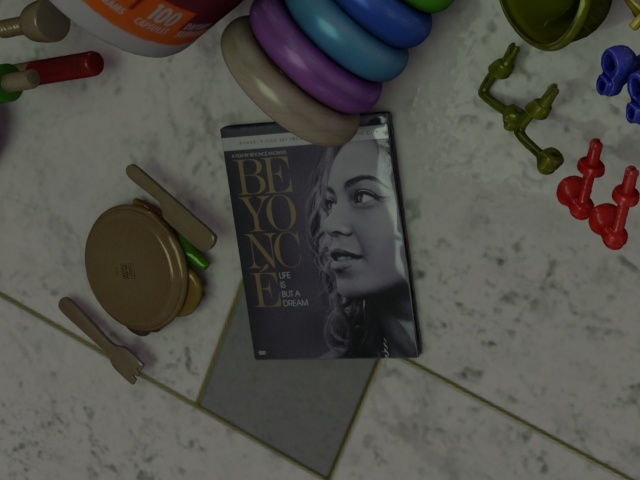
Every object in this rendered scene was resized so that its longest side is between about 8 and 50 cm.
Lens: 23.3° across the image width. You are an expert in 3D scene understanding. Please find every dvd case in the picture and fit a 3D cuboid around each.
[{"bbox_3d":[0.000,0.000,1.393,0.164,0.018,0.221,-3,102,25],"label":"dvd case"}]

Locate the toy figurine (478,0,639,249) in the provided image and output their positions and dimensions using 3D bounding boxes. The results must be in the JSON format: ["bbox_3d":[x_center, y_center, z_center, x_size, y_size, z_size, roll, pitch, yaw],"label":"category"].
[{"bbox_3d":[0.297,-0.111,1.175,0.362,0.217,0.191,-124,33,-52],"label":"toy figurine"}]

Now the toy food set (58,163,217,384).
[{"bbox_3d":[-0.168,0.028,1.470,0.132,0.038,0.192,43,121,17],"label":"toy food set"}]

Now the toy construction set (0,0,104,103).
[{"bbox_3d":[-0.360,-0.258,1.412,0.237,0.257,0.309,-3,125,43],"label":"toy construction set"}]

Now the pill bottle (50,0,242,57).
[{"bbox_3d":[-0.051,-0.334,1.193,0.392,0.224,0.224,-35,88,31],"label":"pill bottle"}]

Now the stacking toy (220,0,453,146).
[{"bbox_3d":[0.069,-0.233,1.245,0.141,0.141,0.330,46,112,7],"label":"stacking toy"}]
